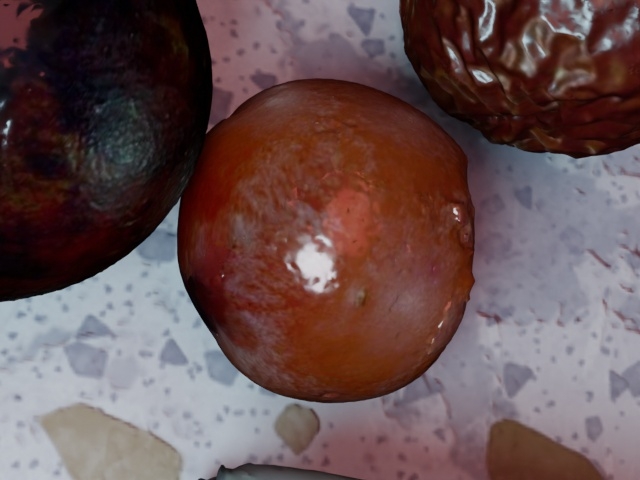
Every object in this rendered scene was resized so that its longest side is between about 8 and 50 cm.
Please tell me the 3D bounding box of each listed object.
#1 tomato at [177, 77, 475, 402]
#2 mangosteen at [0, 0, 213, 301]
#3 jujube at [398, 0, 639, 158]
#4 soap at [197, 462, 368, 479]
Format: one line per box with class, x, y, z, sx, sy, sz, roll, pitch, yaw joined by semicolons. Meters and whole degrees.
tomato;0.000;0.000;0.849;0.184;0.208;0.208;4;76;-4
mangosteen;-0.210;-0.100;0.762;0.311;0.311;0.311;3;76;-12
jujube;0.163;-0.160;0.908;0.213;0.232;0.213;4;75;-14
soap;0.105;0.338;0.789;0.435;0.213;0.350;15;75;-8
